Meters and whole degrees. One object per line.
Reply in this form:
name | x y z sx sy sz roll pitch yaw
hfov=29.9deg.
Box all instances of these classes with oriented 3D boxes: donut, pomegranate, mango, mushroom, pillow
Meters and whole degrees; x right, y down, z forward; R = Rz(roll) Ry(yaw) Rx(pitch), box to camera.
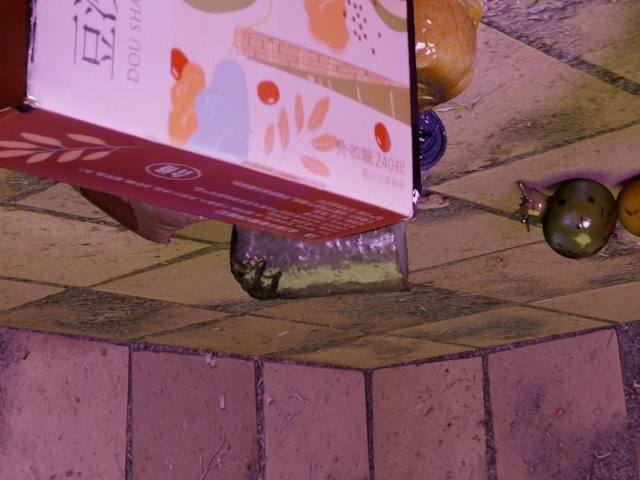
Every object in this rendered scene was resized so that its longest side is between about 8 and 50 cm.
donut | 0.050 -0.210 1.340 0.208 0.128 0.261 8 161 -31
pomegranate | 0.424 -0.036 2.057 0.169 0.148 0.148 0 167 19
mango | 0.581 -0.068 2.029 0.137 0.098 0.195 4 160 -8
mushroom | 0.187 -0.070 2.112 0.101 0.019 0.049 6 164 -37
pillow | -0.242 -0.086 1.417 0.236 0.084 0.223 43 157 -7

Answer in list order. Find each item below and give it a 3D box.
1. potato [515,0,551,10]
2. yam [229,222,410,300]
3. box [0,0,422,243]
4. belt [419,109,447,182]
potato | 0.252 -0.303 1.174 0.149 0.081 0.120 -36 177 38
yam | 0.000 0.000 2.010 0.300 0.195 0.195 -4 165 1
box | -0.090 -0.203 0.911 0.122 0.344 0.385 -14 161 40
belt | 0.050 -0.137 1.593 0.230 0.139 0.126 5 165 -19
